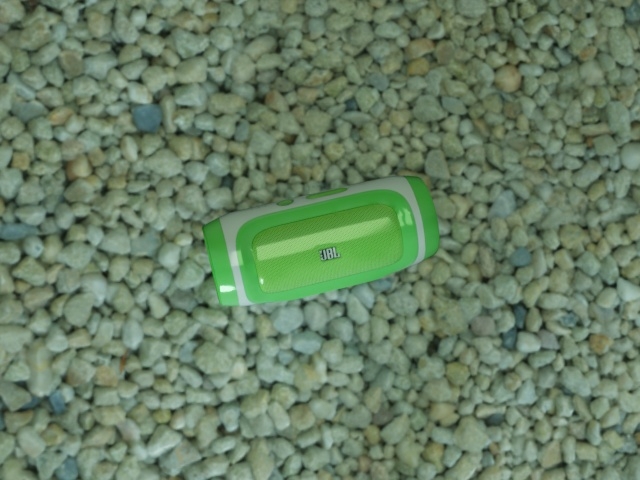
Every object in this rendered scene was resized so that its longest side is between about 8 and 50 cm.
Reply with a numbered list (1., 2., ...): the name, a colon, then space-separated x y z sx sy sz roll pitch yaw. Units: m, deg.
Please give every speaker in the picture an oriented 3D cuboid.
1. speaker: 0.000 0.000 1.144 0.296 0.131 0.131 -13 86 -8
